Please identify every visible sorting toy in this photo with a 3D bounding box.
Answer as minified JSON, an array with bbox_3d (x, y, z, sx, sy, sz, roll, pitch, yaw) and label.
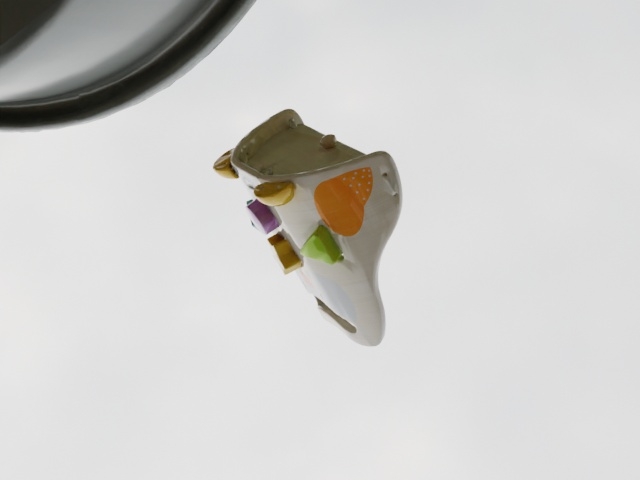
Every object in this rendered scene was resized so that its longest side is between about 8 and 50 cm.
[{"bbox_3d":[0.000,0.000,0.578,0.044,0.075,0.083,-27,-156,-16],"label":"sorting toy"}]

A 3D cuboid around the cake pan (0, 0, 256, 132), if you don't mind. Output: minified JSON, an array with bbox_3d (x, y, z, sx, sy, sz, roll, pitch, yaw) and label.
[{"bbox_3d":[-0.124,-0.166,0.432,0.293,0.293,0.054,25,-151,25],"label":"cake pan"}]
